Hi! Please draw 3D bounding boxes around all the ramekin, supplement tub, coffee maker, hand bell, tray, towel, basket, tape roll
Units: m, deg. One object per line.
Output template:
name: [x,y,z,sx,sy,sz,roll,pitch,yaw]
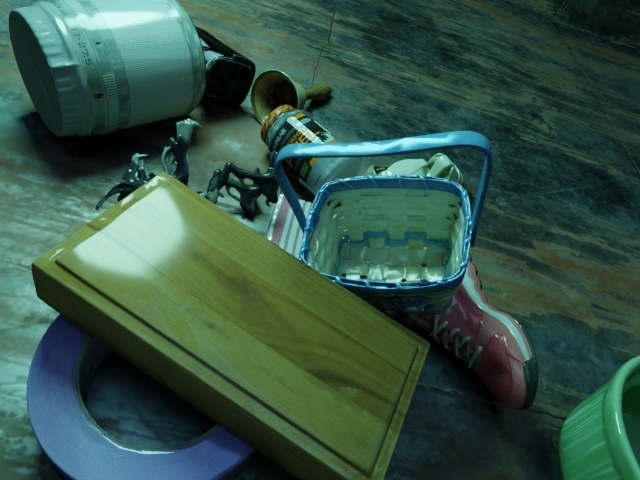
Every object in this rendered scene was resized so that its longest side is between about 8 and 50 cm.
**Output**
ramekin: [0.486,0.324,0.614,0.302,0.148,0.304,11,47,-12]
supplement tub: [-0.022,-0.174,0.889,0.190,0.117,0.117,42,49,19]
coffee maker: [-0.224,-0.383,0.985,0.171,0.120,0.178,-29,58,-34]
hand bell: [-0.040,-0.338,1.057,0.126,0.126,0.242,36,35,13]
tray: [-0.087,0.094,0.532,0.410,0.076,0.203,33,46,4]
towel: [0.000,0.000,0.808,0.196,0.029,0.144,16,49,-5]
basket: [0.093,-0.021,0.621,0.254,0.289,0.201,0,48,17]
tape roll: [-0.186,0.166,0.548,0.274,0.090,0.275,11,47,-12]

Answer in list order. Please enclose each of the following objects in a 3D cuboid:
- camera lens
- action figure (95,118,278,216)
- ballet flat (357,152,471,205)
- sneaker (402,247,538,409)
camera lens: [-0.364,-0.316,0.817,0.274,0.220,0.219,-28,64,-36]
action figure: [-0.212,-0.103,0.733,0.275,0.164,0.141,-4,82,-32]
ballet flat: [0.213,-0.124,0.939,0.315,0.106,0.108,-13,56,-30]
sneaker: [0.212,0.133,0.730,0.136,0.116,0.314,-10,47,-15]
